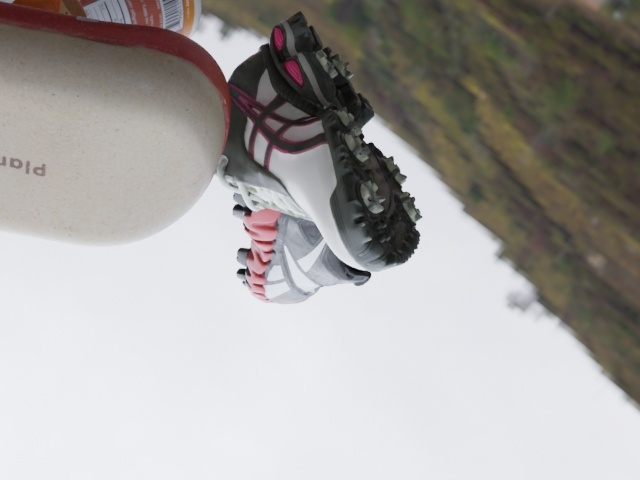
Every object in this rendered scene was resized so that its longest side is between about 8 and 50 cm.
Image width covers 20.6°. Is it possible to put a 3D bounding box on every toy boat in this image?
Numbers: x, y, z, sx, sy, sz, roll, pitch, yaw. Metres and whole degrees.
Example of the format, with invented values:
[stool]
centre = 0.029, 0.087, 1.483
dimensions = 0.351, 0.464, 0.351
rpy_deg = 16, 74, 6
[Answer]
[toy boat]
centre = -0.167, -0.094, 1.044
dimensions = 0.231, 0.151, 0.151
rpy_deg = 11, -135, -4

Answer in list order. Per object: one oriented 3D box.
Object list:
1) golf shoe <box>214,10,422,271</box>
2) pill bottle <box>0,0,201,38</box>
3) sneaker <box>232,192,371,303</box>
[golf shoe]
centre = -0.010, -0.049, 1.267
dimensions = 0.105, 0.120, 0.273
rpy_deg = 48, -168, -35
[pill bottle]
centre = -0.214, -0.181, 1.460
dimensions = 0.216, 0.121, 0.121
rpy_deg = -31, -116, -37
[sneaker]
centre = 0.000, 0.000, 1.525
dimensions = 0.135, 0.097, 0.276
rpy_deg = 19, 159, 7
